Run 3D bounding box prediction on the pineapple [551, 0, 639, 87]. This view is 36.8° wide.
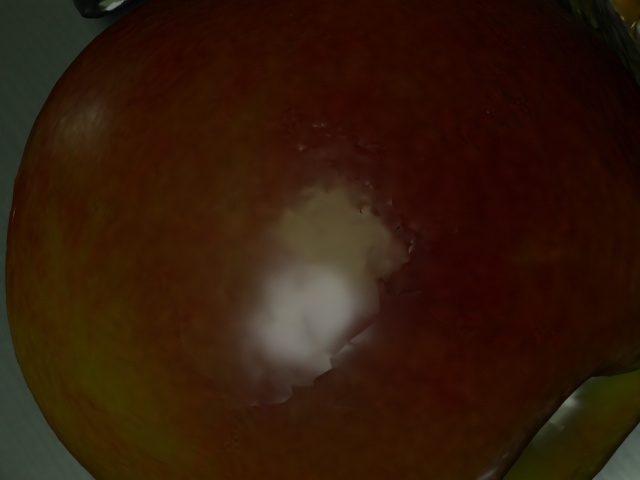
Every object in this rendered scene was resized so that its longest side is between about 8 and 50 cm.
[{"bbox_3d":[0.182,-0.111,0.503,0.115,0.236,0.186,-20,116,16],"label":"pineapple"}]

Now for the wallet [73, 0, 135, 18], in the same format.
[{"bbox_3d":[-0.071,-0.325,0.696,0.323,0.041,0.247,-26,72,5],"label":"wallet"}]

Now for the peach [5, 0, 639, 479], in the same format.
[{"bbox_3d":[0.000,0.000,0.470,0.332,0.308,0.307,35,90,41],"label":"peach"}]
